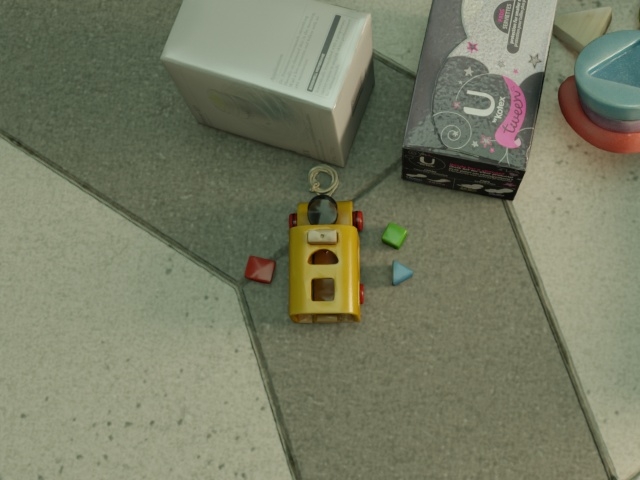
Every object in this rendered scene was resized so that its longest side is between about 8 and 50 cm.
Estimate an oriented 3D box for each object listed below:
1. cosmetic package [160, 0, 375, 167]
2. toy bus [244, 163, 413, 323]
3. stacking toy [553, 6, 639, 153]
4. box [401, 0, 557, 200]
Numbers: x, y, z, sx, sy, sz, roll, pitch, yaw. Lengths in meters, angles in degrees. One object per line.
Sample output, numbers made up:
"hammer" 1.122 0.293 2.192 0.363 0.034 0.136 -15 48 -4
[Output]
"cosmetic package" -0.059 -0.215 1.240 0.224 0.224 0.138 19 79 9
"toy bus" 0.006 0.011 1.244 0.202 0.104 0.191 42 84 12
"stacking toy" 0.441 -0.265 1.207 0.308 0.130 0.280 -16 52 2
"box" 0.206 -0.199 1.256 0.163 0.142 0.247 11 79 8
